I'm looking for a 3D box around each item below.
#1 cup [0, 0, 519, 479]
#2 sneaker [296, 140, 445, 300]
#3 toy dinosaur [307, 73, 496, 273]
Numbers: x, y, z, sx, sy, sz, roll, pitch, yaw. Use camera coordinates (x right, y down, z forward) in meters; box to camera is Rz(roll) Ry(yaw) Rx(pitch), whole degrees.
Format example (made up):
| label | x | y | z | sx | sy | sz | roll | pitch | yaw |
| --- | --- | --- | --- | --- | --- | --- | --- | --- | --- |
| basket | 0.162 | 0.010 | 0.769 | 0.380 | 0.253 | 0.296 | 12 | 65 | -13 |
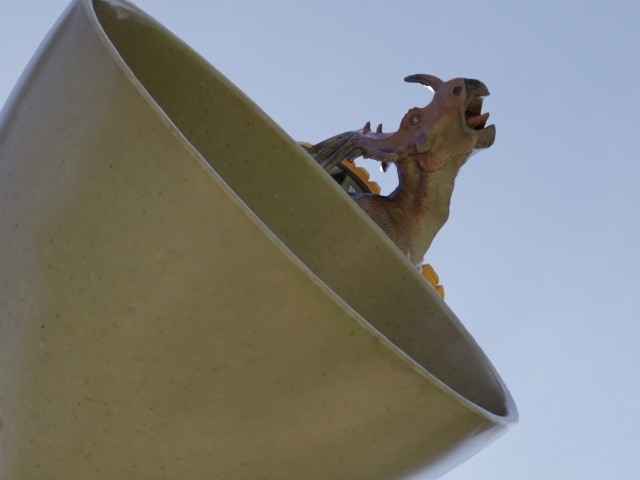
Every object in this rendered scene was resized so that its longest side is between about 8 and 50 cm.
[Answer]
| label | x | y | z | sx | sy | sz | roll | pitch | yaw |
| --- | --- | --- | --- | --- | --- | --- | --- | --- | --- |
| cup | -0.087 | 0.058 | 0.660 | 0.237 | 0.331 | 0.331 | -45 | -61 | 8 |
| sneaker | 0.021 | 0.005 | 1.001 | 0.215 | 0.084 | 0.083 | 49 | -121 | -14 |
| toy dinosaur | 0.000 | 0.000 | 0.897 | 0.296 | 0.127 | 0.200 | -16 | -102 | -3 |
